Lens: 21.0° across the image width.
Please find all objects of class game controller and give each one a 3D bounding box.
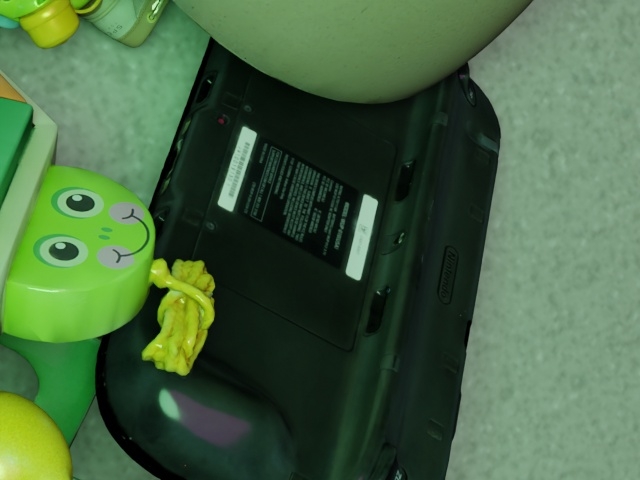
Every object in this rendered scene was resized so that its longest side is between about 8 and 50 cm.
[{"bbox_3d":[0.000,0.000,0.826,0.166,0.067,0.319,23,46,-9],"label":"game controller"}]

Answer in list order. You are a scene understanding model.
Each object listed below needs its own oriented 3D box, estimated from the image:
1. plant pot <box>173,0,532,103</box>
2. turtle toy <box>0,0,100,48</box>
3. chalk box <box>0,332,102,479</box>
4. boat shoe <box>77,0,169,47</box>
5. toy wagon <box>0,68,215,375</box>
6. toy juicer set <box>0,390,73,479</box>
[{"bbox_3d":[0.045,-0.230,0.798,0.284,0.191,0.284,23,55,-36],"label":"plant pot"},{"bbox_3d":[-0.130,-0.151,0.818,0.130,0.066,0.095,-43,112,-31],"label":"turtle toy"},{"bbox_3d":[-0.187,0.161,0.745,0.180,0.179,0.289,26,76,-17],"label":"chalk box"},{"bbox_3d":[-0.077,-0.159,0.885,0.045,0.050,0.135,43,73,-32],"label":"boat shoe"},{"bbox_3d":[-0.208,-0.021,0.691,0.344,0.068,0.267,11,38,-1],"label":"toy wagon"},{"bbox_3d":[-0.118,0.152,0.611,0.329,0.089,0.209,23,102,-16],"label":"toy juicer set"}]
